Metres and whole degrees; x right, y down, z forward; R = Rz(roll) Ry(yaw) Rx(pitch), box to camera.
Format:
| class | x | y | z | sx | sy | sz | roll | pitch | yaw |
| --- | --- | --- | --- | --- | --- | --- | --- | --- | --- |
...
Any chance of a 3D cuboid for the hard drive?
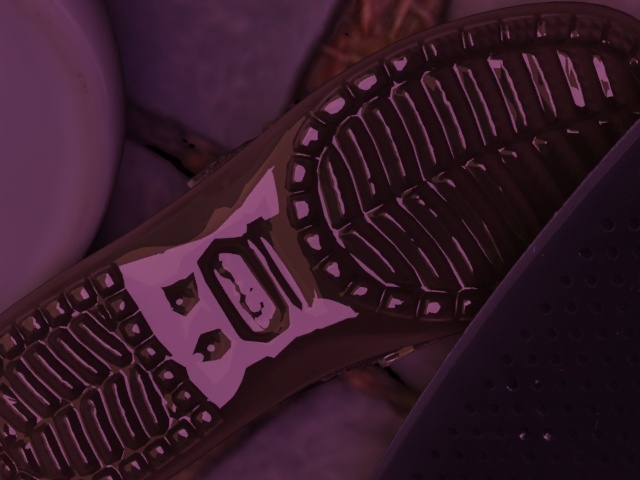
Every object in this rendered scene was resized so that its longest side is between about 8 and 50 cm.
| class | x | y | z | sx | sy | sz | roll | pitch | yaw |
| --- | --- | --- | --- | --- | --- | --- | --- | --- | --- |
| hard drive | 0.118 | 0.074 | 0.548 | 0.172 | 0.054 | 0.255 | 38 | 128 | 9 |

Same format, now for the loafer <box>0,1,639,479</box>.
| class | x | y | z | sx | sy | sz | roll | pitch | yaw |
| --- | --- | --- | --- | --- | --- | --- | --- | --- | --- |
| loafer | 0.000 | 0.000 | 0.620 | 0.268 | 0.092 | 0.102 | -26 | 96 | -1 |

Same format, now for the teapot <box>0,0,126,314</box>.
| class | x | y | z | sx | sy | sz | roll | pitch | yaw |
| --- | --- | --- | --- | --- | --- | --- | --- | --- | --- |
| teapot | -0.202 | -0.065 | 0.631 | 0.187 | 0.256 | 0.253 | 58 | 133 | 45 |
